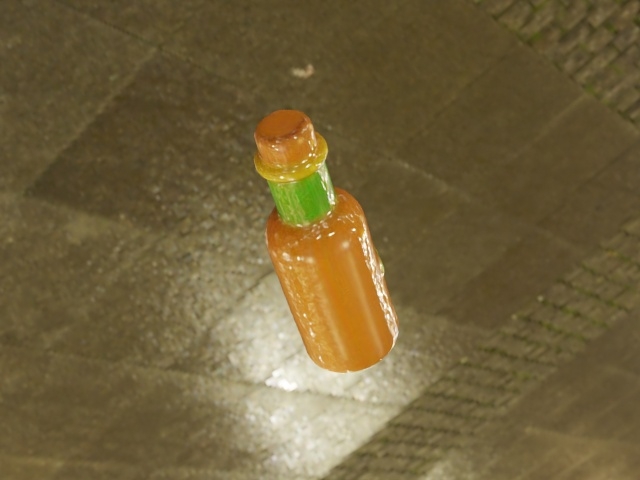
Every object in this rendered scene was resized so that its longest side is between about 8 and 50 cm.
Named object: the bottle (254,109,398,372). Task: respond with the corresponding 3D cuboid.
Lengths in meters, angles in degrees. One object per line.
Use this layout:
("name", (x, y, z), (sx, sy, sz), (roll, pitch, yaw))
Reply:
("bottle", (0.000, 0.000, 0.769), (0.069, 0.069, 0.187), (-27, 132, -10))
